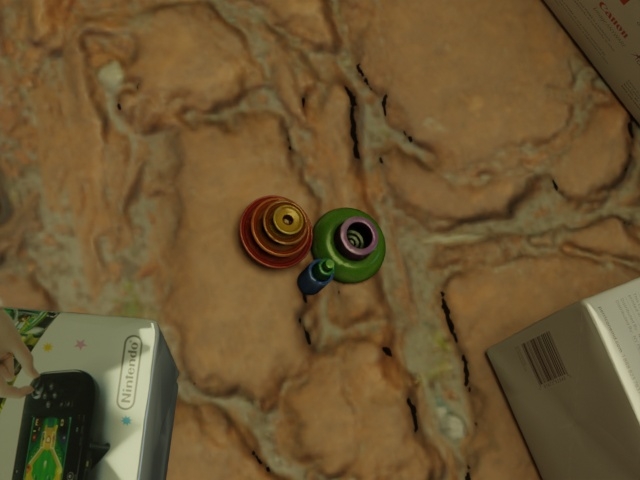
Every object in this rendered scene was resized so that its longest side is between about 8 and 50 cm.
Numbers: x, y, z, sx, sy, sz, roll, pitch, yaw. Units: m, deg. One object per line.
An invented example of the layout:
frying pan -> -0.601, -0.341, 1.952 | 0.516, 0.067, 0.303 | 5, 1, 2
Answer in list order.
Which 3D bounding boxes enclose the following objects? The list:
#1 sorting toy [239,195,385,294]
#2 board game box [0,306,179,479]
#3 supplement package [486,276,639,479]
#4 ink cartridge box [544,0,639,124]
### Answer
sorting toy -> 0.000, 0.000, 0.934 | 0.102, 0.042, 0.061 | 6, 71, -18
board game box -> -0.236, 0.145, 0.722 | 0.303, 0.097, 0.224 | 4, 69, 3
supplement package -> 0.259, 0.076, 0.948 | 0.244, 0.139, 0.134 | -19, 81, -25
ink cartridge box -> 0.289, -0.191, 0.973 | 0.130, 0.272, 0.309 | -36, 87, -26
